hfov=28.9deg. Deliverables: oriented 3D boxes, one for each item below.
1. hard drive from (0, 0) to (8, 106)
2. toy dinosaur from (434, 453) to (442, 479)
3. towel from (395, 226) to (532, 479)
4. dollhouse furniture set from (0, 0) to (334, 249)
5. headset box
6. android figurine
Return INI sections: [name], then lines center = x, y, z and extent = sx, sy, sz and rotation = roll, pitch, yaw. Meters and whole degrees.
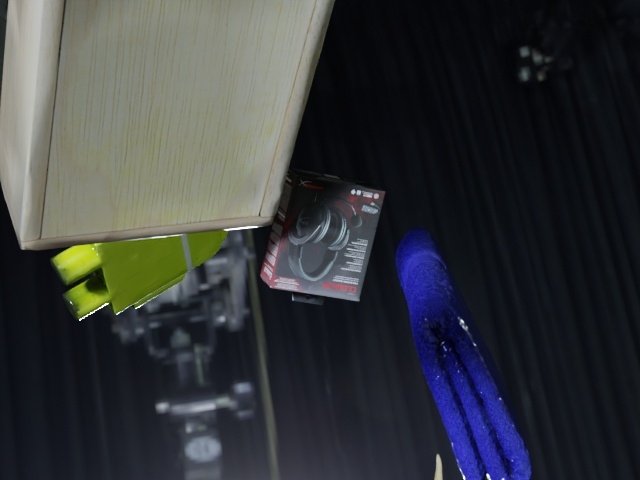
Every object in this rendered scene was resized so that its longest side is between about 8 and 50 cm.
[hard drive]
center = -0.483, -0.234, 1.272
extent = 0.338, 0.237, 0.064
rotation = 1, -9, 8
[toy dinosaur]
center = 0.095, 0.245, 0.888
extent = 0.053, 0.183, 0.092
rotation = 1, -12, -32
[towel]
center = 0.143, 0.127, 1.363
extent = 0.076, 0.228, 0.308
rotation = -26, 13, 7
[dollhouse furniture set]
center = -0.142, -0.228, 0.755
extent = 0.362, 0.394, 0.256
rotation = -6, -42, -25
[headset box]
center = 0.000, 0.000, 0.800
extent = 0.062, 0.083, 0.032
rotation = 10, 10, -18
[android figurine]
center = -0.225, -0.004, 1.648
extent = 0.273, 0.056, 0.248
rotation = -34, -30, -19
